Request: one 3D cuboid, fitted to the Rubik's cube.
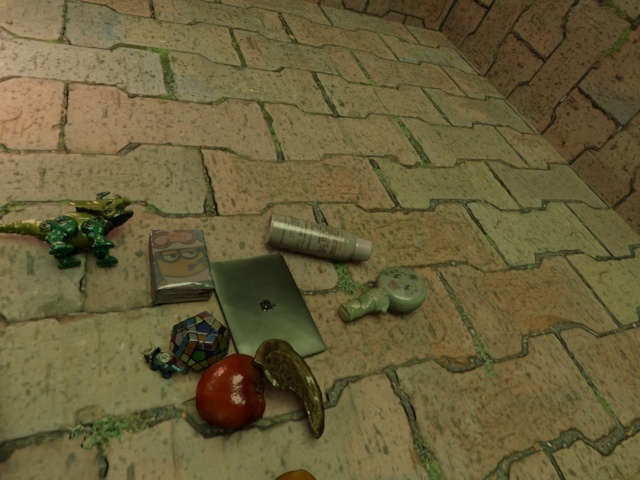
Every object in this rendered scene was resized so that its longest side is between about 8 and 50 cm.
[{"bbox_3d":[-0.219,0.183,0.766,0.111,0.111,0.093,35,70,8],"label":"Rubik's cube"}]

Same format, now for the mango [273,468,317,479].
[{"bbox_3d":[-0.041,0.456,0.585,0.154,0.126,0.252,8,40,-3],"label":"mango"}]

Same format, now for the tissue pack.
[{"bbox_3d":[-0.292,0.052,0.870,0.115,0.065,0.155,0,50,-28],"label":"tissue pack"}]

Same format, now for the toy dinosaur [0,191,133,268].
[{"bbox_3d":[-0.502,-0.016,0.822,0.259,0.094,0.153,-14,57,-25],"label":"toy dinosaur"}]

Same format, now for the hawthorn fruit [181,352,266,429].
[{"bbox_3d":[-0.156,0.254,0.713,0.140,0.125,0.125,21,45,3],"label":"hawthorn fruit"}]

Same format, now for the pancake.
[{"bbox_3d":[-0.053,0.260,0.757,0.190,0.020,0.184,37,26,-44],"label":"pancake"}]

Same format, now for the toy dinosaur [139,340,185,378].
[{"bbox_3d":[-0.280,0.214,0.742,0.083,0.047,0.030,31,43,5],"label":"toy dinosaur"}]

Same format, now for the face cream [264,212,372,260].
[{"bbox_3d":[0.000,0.000,1.041,0.269,0.082,0.082,14,46,-15],"label":"face cream"}]

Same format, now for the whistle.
[{"bbox_3d":[0.157,0.135,1.008,0.258,0.067,0.126,-18,47,-31],"label":"whistle"}]

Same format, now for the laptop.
[{"bbox_3d":[-0.119,0.143,0.903,0.188,0.015,0.269,-9,55,-31],"label":"laptop"}]
